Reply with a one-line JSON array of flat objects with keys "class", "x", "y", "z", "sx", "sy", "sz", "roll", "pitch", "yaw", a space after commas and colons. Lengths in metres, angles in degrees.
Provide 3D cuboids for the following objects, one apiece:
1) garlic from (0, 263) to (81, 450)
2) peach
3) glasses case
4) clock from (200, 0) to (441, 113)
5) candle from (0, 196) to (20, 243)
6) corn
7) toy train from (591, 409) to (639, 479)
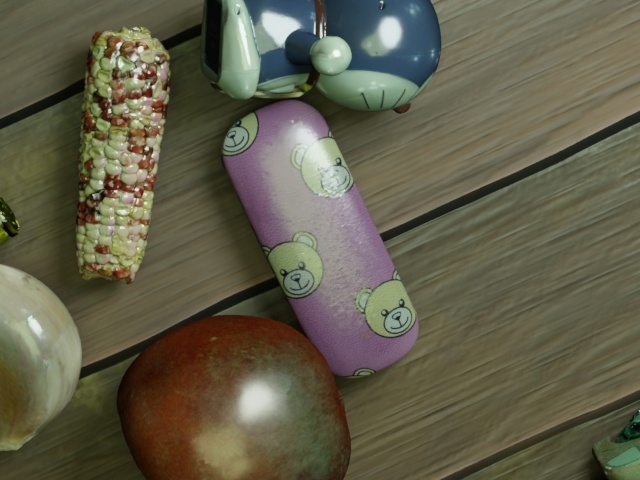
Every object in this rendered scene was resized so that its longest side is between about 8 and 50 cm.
[{"class": "garlic", "x": -0.345, "y": 0.090, "z": 1.619, "sx": 0.148, "sy": 0.128, "sz": 0.266, "roll": -29, "pitch": 100, "yaw": -27}, {"class": "peach", "x": -0.088, "y": 0.204, "z": 1.592, "sx": 0.252, "sy": 0.252, "sz": 0.252, "roll": 0, "pitch": 98, "yaw": -3}, {"class": "glasses case", "x": 0.000, "y": 0.000, "z": 1.641, "sx": 0.123, "sy": 0.076, "sz": 0.316, "roll": -26, "pitch": 99, "yaw": 1}, {"class": "clock", "x": 0.006, "y": -0.204, "z": 1.559, "sx": 0.243, "sy": 0.199, "sz": 0.146, "roll": -2, "pitch": 102, "yaw": -13}, {"class": "candle", "x": -0.392, "y": 0.002, "z": 1.635, "sx": 0.131, "sy": 0.052, "sz": 0.052, "roll": -30, "pitch": 99, "yaw": 2}, {"class": "corn", "x": -0.215, "y": -0.089, "z": 1.610, "sx": 0.092, "sy": 0.092, "sz": 0.280, "roll": 7, "pitch": 99, "yaw": -4}, {"class": "toy train", "x": 0.449, "y": 0.220, "z": 1.659, "sx": 0.326, "sy": 0.159, "sz": 0.129, "roll": -31, "pitch": 97, "yaw": 3}]
